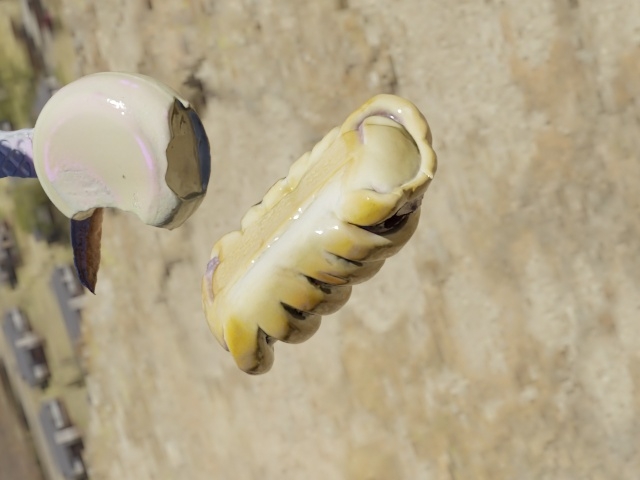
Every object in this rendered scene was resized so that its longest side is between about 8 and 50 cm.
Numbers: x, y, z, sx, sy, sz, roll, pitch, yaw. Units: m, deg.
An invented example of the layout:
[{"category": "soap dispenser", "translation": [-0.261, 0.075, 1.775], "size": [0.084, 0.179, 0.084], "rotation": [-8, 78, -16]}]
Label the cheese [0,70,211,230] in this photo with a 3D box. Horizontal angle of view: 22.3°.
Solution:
[{"category": "cheese", "translation": [-0.245, -0.087, 1.641], "size": [0.286, 0.082, 0.163], "rotation": [-1, 108, 31]}]

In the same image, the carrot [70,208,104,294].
[{"category": "carrot", "translation": [-0.274, -0.048, 1.909], "size": [0.057, 0.057, 0.224], "rotation": [-177, 88, -65]}]

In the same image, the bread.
[{"category": "bread", "translation": [0.000, 0.000, 1.198], "size": [0.225, 0.081, 0.134], "rotation": [-43, 27, 23]}]
